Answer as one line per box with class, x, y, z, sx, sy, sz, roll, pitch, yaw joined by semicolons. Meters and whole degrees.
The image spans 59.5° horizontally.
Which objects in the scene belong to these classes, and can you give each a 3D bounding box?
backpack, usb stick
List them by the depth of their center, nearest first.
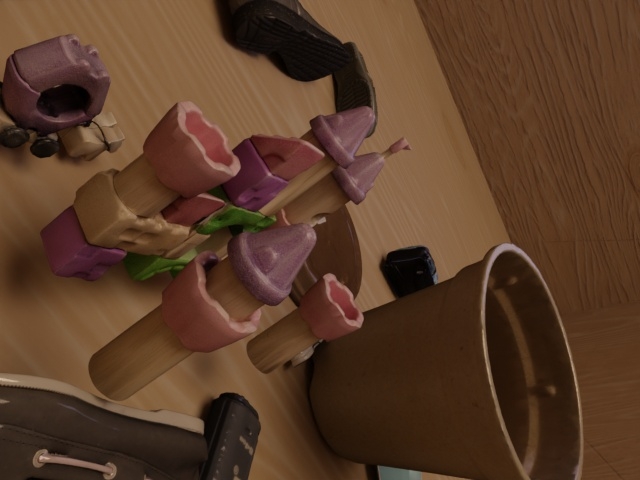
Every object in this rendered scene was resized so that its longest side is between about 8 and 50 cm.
usb stick;-0.114;0.282;0.544;0.077;0.045;0.277;54;31;-32
backpack;0.204;0.070;1.225;0.114;0.105;0.084;66;27;-24

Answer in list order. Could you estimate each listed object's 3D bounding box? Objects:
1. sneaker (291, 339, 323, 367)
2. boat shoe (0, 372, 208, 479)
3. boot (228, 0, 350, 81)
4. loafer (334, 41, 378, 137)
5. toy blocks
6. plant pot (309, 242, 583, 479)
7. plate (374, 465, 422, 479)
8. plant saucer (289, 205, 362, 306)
sneaker;-0.023;0.141;0.815;0.043;0.040;0.109;54;21;-1
boat shoe;-0.194;0.161;0.391;0.335;0.112;0.095;38;38;-54
boot;-0.065;-0.432;1.009;0.338;0.118;0.222;6;64;-66
loafer;0.090;-0.330;1.257;0.087;0.095;0.251;25;53;-51
toy blocks;-0.069;-0.058;0.508;0.308;0.260;0.289;60;17;18
plant pot;0.164;0.202;0.808;0.334;0.306;0.333;27;55;-45
plate;0.131;0.394;0.976;0.188;0.024;0.188;42;39;-47
plant saucer;0.000;0.000;0.946;0.278;0.041;0.277;39;42;-47
